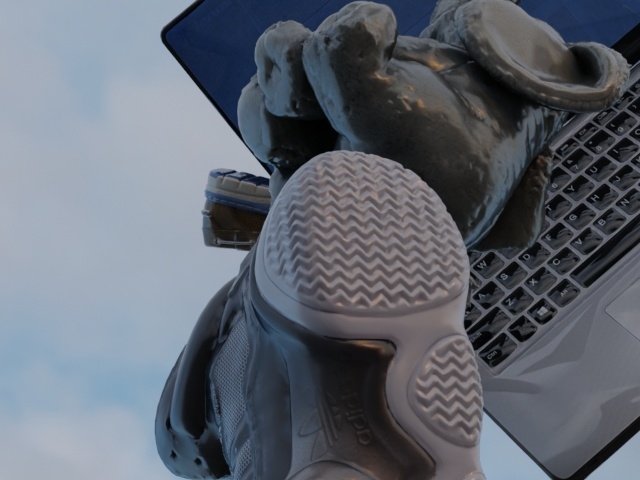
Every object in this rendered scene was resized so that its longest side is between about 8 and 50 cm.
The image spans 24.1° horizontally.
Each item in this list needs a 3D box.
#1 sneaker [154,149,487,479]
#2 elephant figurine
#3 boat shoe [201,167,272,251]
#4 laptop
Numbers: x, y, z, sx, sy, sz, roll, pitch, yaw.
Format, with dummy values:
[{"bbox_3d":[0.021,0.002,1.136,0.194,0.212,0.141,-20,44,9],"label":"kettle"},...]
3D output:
[{"bbox_3d":[-0.003,0.108,0.614,0.101,0.268,0.153,13,-29,-22],"label":"sneaker"},{"bbox_3d":[0.090,-0.078,0.844,0.239,0.169,0.186,-18,-85,-32],"label":"elephant figurine"},{"bbox_3d":[0.000,0.000,1.095,0.183,0.066,0.066,16,-78,16],"label":"boat shoe"},{"bbox_3d":[0.167,-0.111,1.111,0.382,0.408,0.236,-40,-44,-5],"label":"laptop"}]
